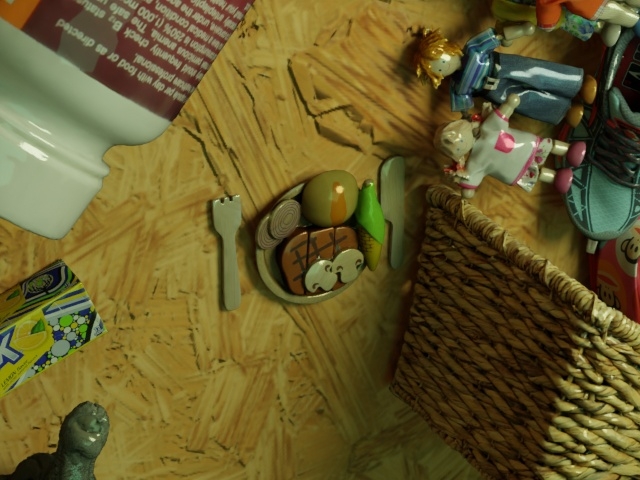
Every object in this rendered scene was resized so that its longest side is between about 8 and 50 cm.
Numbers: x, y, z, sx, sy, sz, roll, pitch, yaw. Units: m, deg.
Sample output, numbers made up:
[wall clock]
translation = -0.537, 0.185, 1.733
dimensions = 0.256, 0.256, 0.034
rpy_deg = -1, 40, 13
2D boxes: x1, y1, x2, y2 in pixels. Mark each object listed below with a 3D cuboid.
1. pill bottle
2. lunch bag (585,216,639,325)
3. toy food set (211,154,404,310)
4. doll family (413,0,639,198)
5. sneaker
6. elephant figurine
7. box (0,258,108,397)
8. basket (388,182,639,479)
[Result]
[pill bottle]
translation = -0.158, -0.212, 1.282
dimensions = 0.224, 0.224, 0.392
rpy_deg = 32, 94, -35
[lunch bag]
translation = 0.413, 0.016, 1.762
dimensions = 0.293, 0.120, 0.258
rpy_deg = -21, 120, -19
[toy food set]
translation = 0.000, 0.000, 1.578
dimensions = 0.192, 0.038, 0.132
rpy_deg = -15, 118, -22
[doll family]
translation = 0.174, -0.169, 1.555
dimensions = 0.163, 0.118, 0.263
rpy_deg = 15, 117, -18
[sneaker]
translation = 0.276, -0.113, 1.605
dimensions = 0.104, 0.125, 0.261
rpy_deg = 15, 112, 7
[elephant figurine]
translation = -0.234, 0.255, 1.507
dimensions = 0.169, 0.186, 0.239
rpy_deg = 11, 79, -67
[box]
translation = -0.268, 0.089, 1.462
dimensions = 0.169, 0.054, 0.059
rpy_deg = -32, 124, -13
[basket]
translation = 0.230, 0.096, 1.587
dimensions = 0.214, 0.299, 0.223
rpy_deg = 0, 111, -28
